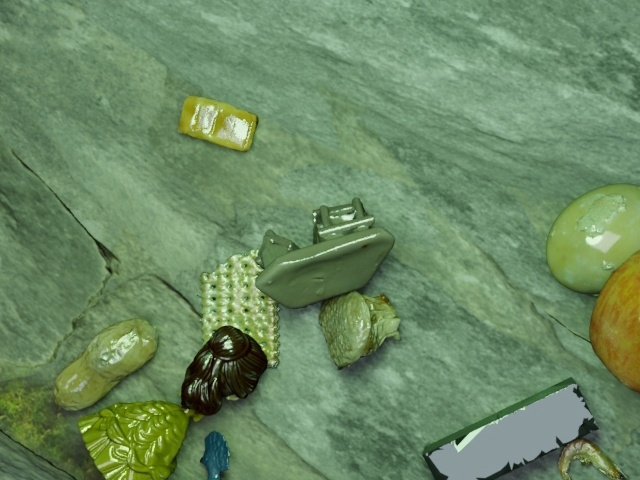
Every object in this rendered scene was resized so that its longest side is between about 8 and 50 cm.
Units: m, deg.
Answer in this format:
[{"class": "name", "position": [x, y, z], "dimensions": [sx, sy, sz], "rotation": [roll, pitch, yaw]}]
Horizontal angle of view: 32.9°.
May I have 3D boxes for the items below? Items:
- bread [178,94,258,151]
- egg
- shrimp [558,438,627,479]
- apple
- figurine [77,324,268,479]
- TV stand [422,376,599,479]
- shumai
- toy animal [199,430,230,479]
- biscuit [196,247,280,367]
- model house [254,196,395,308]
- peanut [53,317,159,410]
[{"class": "bread", "position": [-0.171, -0.197, 1.829], "dimensions": [0.132, 0.053, 0.074], "rotation": [19, 92, 6]}, {"class": "egg", "position": [0.446, -0.001, 1.685], "dimensions": [0.201, 0.164, 0.164], "rotation": [-39, 84, 4]}, {"class": "shrimp", "position": [0.436, 0.375, 1.750], "dimensions": [0.114, 0.023, 0.083], "rotation": [36, 97, 13]}, {"class": "apple", "position": [0.558, 0.153, 1.603], "dimensions": [0.293, 0.163, 0.251], "rotation": [28, 102, -21]}, {"class": "figurine", "position": [-0.221, 0.272, 1.785], "dimensions": [0.315, 0.187, 0.168], "rotation": [-39, 121, 0]}, {"class": "TV stand", "position": [0.303, 0.317, 1.740], "dimensions": [0.269, 0.083, 0.088], "rotation": [-28, 84, 6]}, {"class": "shumai", "position": [0.071, 0.142, 1.768], "dimensions": [0.116, 0.145, 0.146], "rotation": [2, 89, -29]}, {"class": "toy animal", "position": [-0.170, 0.451, 1.771], "dimensions": [0.255, 0.239, 0.176], "rotation": [55, 133, 45]}, {"class": "biscuit", "position": [-0.138, 0.116, 1.838], "dimensions": [0.144, 0.016, 0.203], "rotation": [-3, 90, 8]}, {"class": "model house", "position": [0.003, 0.008, 1.748], "dimensions": [0.229, 0.188, 0.122], "rotation": [-19, 124, 4]}, {"class": "peanut", "position": [-0.367, 0.209, 1.839], "dimensions": [0.214, 0.099, 0.099], "rotation": [-39, 84, 12]}]
